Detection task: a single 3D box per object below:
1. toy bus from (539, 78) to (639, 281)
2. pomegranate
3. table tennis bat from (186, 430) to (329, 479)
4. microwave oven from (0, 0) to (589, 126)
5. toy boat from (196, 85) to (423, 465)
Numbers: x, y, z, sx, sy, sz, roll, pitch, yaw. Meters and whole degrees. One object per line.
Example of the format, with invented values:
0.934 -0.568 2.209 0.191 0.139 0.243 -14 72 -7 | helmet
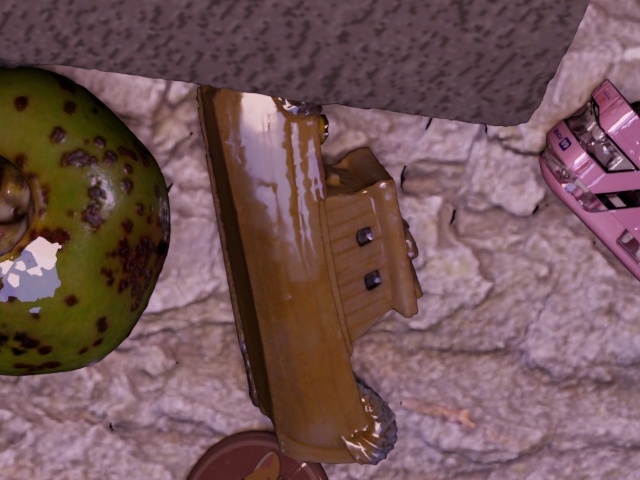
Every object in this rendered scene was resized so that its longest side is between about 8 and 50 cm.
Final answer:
0.234 -0.016 1.221 0.090 0.063 0.203 -40 117 12 | toy bus
-0.189 -0.013 1.060 0.202 0.248 0.202 0 90 -4 | pomegranate
-0.055 0.217 1.321 0.107 0.119 0.170 41 91 12 | table tennis bat
-0.067 -0.260 0.899 0.432 0.236 0.374 7 139 -11 | microwave oven
0.000 0.000 1.177 0.121 0.089 0.321 -13 116 -9 | toy boat
